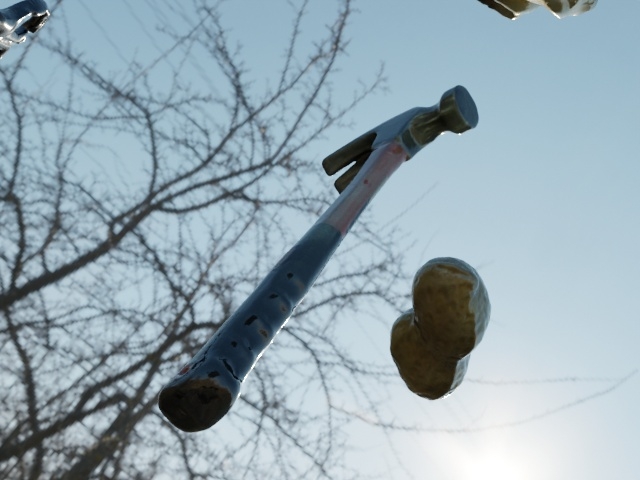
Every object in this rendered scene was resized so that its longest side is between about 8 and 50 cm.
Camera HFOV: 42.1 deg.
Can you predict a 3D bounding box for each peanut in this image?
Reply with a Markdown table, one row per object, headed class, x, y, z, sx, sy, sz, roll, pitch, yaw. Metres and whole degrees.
| class | x | y | z | sx | sy | sz | roll | pitch | yaw |
| --- | --- | --- | --- | --- | --- | --- | --- | --- | --- |
| peanut | 0.116 | 0.086 | 0.816 | 0.089 | 0.089 | 0.193 | 26 | -42 | 14 |

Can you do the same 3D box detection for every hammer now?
| class | x | y | z | sx | sy | sz | roll | pitch | yaw |
| --- | --- | --- | --- | --- | --- | --- | --- | --- | --- |
| hammer | 0.000 | 0.001 | 0.501 | 0.111 | 0.288 | 0.033 | -20 | -67 | 43 |

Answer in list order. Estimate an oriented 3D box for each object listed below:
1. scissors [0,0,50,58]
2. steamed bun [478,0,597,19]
| class | x | y | z | sx | sy | sz | roll | pitch | yaw |
| --- | --- | --- | --- | --- | --- | --- | --- | --- | --- |
| scissors | -0.290 | -0.186 | 0.716 | 0.022 | 0.109 | 0.300 | 51 | -5 | -14 |
| steamed bun | 0.014 | -0.141 | 0.266 | 0.192 | 0.106 | 0.177 | 24 | 5 | 32 |
